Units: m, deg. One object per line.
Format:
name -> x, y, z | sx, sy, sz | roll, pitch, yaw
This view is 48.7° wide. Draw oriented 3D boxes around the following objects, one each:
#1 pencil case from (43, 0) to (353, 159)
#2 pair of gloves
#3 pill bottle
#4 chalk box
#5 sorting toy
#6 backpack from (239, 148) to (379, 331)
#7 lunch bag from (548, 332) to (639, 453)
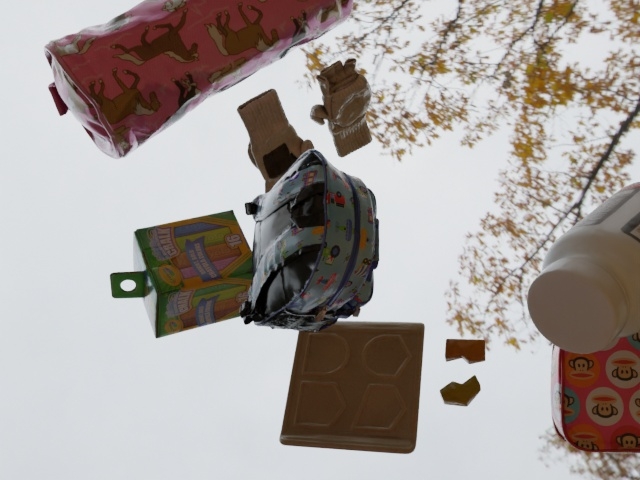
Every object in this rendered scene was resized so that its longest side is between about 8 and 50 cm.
pencil case -> -0.142, -0.254, 0.864 | 0.386, 0.167, 0.160 | -37, -88, -18
pair of gloves -> -0.013, -0.194, 1.220 | 0.240, 0.042, 0.204 | -26, -40, -13
pill bottle -> 0.448, 0.039, 1.067 | 0.319, 0.176, 0.176 | -29, -68, -39
chalk box -> -0.221, 0.058, 1.120 | 0.213, 0.132, 0.132 | -14, -34, -23
sorting toy -> 0.100, 0.227, 1.110 | 0.308, 0.229, 0.041 | -1, -38, 16
backpack -> 0.000, 0.000, 0.689 | 0.117, 0.173, 0.158 | 11, -116, -21
lunch bag -> 0.559, 0.241, 1.246 | 0.293, 0.120, 0.258 | 1, -99, 9
